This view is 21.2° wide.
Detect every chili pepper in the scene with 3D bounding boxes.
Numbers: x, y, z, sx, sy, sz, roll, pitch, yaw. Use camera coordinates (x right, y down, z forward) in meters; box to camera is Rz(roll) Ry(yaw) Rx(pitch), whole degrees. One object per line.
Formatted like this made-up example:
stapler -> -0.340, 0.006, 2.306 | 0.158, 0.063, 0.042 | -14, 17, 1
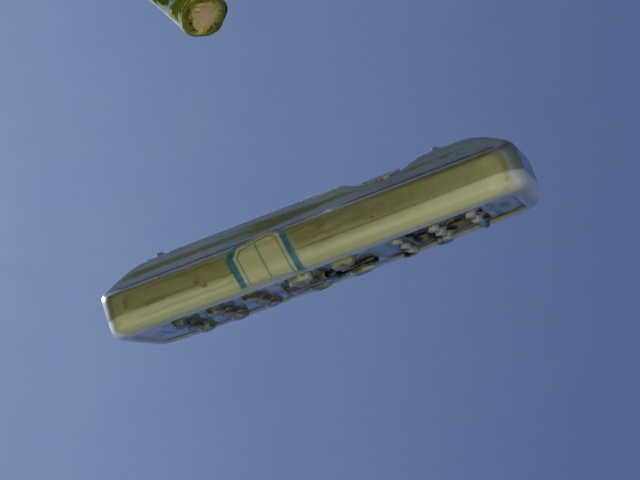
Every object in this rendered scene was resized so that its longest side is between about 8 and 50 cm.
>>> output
chili pepper -> -0.136, -0.204, 1.330 | 0.052, 0.050, 0.202 | -58, -142, -2

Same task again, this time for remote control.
remote control -> 0.000, 0.000, 1.304 | 0.335, 0.128, 0.065 | -21, -102, 11
